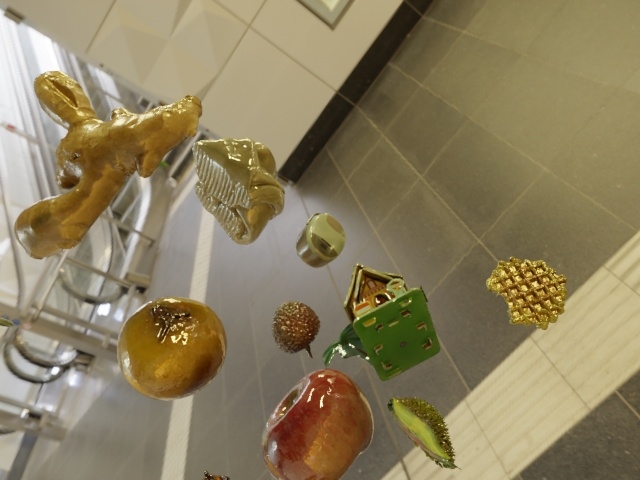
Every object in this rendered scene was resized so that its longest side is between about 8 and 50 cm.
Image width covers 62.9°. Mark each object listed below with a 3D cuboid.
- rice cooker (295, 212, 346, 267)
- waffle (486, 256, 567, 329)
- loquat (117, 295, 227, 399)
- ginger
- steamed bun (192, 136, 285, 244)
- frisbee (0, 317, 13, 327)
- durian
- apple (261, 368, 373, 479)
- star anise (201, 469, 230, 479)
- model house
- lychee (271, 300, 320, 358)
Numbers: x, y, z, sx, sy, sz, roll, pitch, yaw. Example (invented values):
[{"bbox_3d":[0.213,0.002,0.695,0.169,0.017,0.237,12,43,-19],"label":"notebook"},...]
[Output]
[{"bbox_3d":[0.000,0.000,1.687,0.127,0.145,0.206,-41,15,29],"label":"rice cooker"},{"bbox_3d":[0.699,0.173,1.784,0.291,0.051,0.291,-5,54,7],"label":"waffle"},{"bbox_3d":[-0.446,0.343,1.606,0.328,0.329,0.359,-100,9,-53],"label":"loquat"},{"bbox_3d":[-0.407,-0.135,0.960,0.349,0.122,0.362,6,78,19],"label":"ginger"},{"bbox_3d":[-0.268,-0.209,1.819,0.255,0.368,0.342,-38,-12,-37],"label":"steamed bun"},{"bbox_3d":[-0.721,0.168,1.129,0.110,0.110,0.014,-18,56,54],"label":"frisbee"},{"bbox_3d":[0.265,0.467,1.304,0.096,0.220,0.137,-36,-16,-13],"label":"durian"},{"bbox_3d":[0.002,0.543,1.471,0.344,0.269,0.345,-48,4,4],"label":"apple"},{"bbox_3d":[-0.161,0.568,1.107,0.073,0.234,0.177,-61,-15,-23],"label":"star anise"},{"bbox_3d":[0.117,0.215,1.542,0.340,0.300,0.323,-27,39,-1],"label":"model house"},{"bbox_3d":[-0.075,0.287,1.675,0.165,0.197,0.165,-35,-2,-1],"label":"lychee"}]
